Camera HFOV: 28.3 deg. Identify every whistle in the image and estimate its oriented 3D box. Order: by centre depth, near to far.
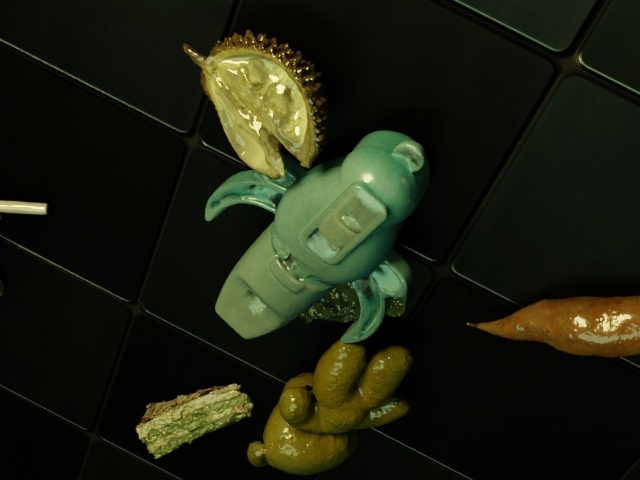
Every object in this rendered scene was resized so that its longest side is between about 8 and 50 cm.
[{"bbox_3d":[0.000,0.000,1.076,0.186,0.093,0.274,43,129,-6],"label":"whistle"}]

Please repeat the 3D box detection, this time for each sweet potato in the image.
[{"bbox_3d":[0.216,0.071,1.076,0.195,0.056,0.056,1,129,32],"label":"sweet potato"}]

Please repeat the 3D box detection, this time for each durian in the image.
[{"bbox_3d":[-0.046,-0.120,1.018,0.140,0.071,0.110,40,127,1],"label":"durian"}]

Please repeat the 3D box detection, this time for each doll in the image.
[{"bbox_3d":[0.011,0.150,1.224,0.137,0.097,0.209,2,141,-32],"label":"doll"}]

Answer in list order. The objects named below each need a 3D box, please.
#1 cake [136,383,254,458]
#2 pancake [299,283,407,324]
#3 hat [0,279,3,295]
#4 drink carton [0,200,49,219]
[{"bbox_3d":[-0.136,0.191,1.354,0.140,0.055,0.051,-20,112,35],"label":"cake"},{"bbox_3d":[0.016,0.033,1.156,0.129,0.022,0.116,3,124,25],"label":"pancake"},{"bbox_3d":[-0.398,0.041,1.348,0.121,0.050,0.121,11,132,13],"label":"hat"},{"bbox_3d":[-0.372,-0.036,1.251,0.200,0.074,0.084,16,134,14],"label":"drink carton"}]
